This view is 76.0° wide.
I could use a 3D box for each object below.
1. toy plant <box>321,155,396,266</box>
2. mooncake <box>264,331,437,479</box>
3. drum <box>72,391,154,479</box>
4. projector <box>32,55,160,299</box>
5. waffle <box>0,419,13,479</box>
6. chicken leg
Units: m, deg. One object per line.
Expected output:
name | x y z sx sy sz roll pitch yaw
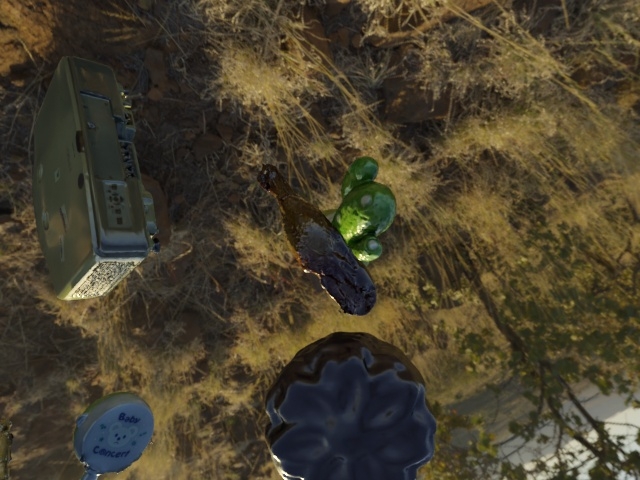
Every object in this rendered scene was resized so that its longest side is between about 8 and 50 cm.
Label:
toy plant | 0.070 -0.031 0.944 0.185 0.224 0.316 1 153 -16
mooncake | 0.048 0.295 0.676 0.283 0.283 0.141 -34 179 2
drum | -0.363 0.351 0.620 0.253 0.049 0.130 -53 130 -26
projector | -0.297 -0.068 0.525 0.194 0.269 0.088 -32 159 37
waffle | -0.632 0.379 0.532 0.114 0.261 0.376 -37 145 16
chicken leg | 0.000 0.003 0.727 0.083 0.177 0.322 -37 114 7
